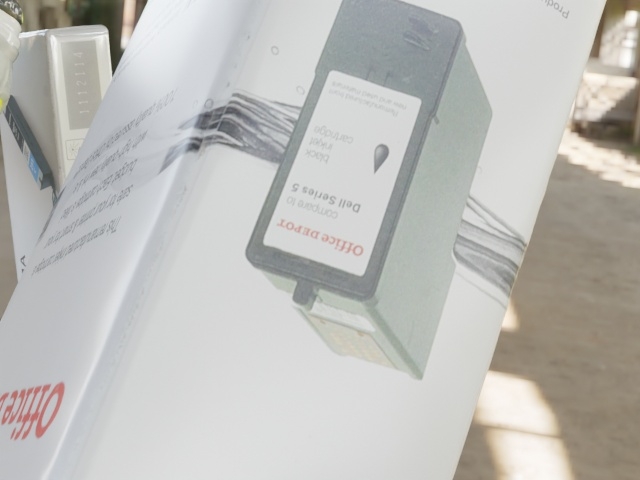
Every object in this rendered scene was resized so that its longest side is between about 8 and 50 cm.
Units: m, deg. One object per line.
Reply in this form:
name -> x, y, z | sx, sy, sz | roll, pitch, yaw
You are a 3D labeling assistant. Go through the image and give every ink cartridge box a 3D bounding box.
ink cartridge box -> -0.266, -0.048, 1.217 | 0.066, 0.296, 0.261 | -10, 10, -33
ink cartridge box -> -0.019, -0.017, 0.456 | 0.114, 0.273, 0.198 | 27, -18, -19

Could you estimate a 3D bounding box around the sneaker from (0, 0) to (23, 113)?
sneaker -> -0.435, -0.139, 1.008 | 0.384, 0.147, 0.145 | 2, -8, 4
